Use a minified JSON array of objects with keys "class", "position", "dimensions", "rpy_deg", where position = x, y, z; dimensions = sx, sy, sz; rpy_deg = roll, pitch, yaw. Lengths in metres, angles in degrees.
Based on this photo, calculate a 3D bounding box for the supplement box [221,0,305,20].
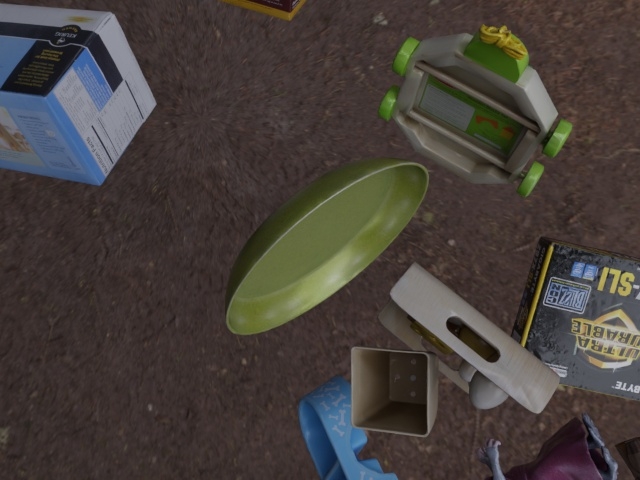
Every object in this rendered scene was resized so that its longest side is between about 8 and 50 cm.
[{"class":"supplement box","position":[-0.116,-0.569,1.600],"dimensions":[0.191,0.129,0.194],"rpy_deg":[19,141,13]}]

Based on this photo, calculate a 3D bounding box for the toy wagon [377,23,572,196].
[{"class":"toy wagon","position":[0.228,-0.200,1.177],"dimensions":[0.267,0.344,0.068],"rpy_deg":[30,66,8]}]

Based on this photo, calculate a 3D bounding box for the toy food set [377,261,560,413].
[{"class":"toy food set","position":[0.172,0.147,1.079],"dimensions":[0.219,0.306,0.092],"rpy_deg":[38,81,7]}]

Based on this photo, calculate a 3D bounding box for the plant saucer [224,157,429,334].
[{"class":"plant saucer","position":[0.000,0.000,0.785],"dimensions":[0.241,0.241,0.037],"rpy_deg":[-39,70,-1]}]

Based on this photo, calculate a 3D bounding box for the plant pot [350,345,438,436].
[{"class":"plant pot","position":[0.110,0.195,1.101],"dimensions":[0.108,0.096,0.109],"rpy_deg":[1,92,26]}]

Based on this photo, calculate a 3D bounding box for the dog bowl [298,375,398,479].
[{"class":"dog bowl","position":[0.048,0.375,1.368],"dimensions":[0.074,0.166,0.297],"rpy_deg":[-16,63,-22]}]

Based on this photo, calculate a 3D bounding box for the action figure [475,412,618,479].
[{"class":"action figure","position":[0.453,0.533,1.748],"dimensions":[0.370,0.248,0.276],"rpy_deg":[-35,71,11]}]

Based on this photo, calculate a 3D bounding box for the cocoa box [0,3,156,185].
[{"class":"cocoa box","position":[-0.532,-0.276,1.514],"dimensions":[0.347,0.231,0.228],"rpy_deg":[11,56,23]}]

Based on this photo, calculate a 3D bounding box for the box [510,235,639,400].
[{"class":"box","position":[0.529,0.151,1.508],"dimensions":[0.321,0.079,0.257],"rpy_deg":[13,98,-6]}]

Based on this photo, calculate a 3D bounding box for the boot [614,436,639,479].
[{"class":"boot","position":[0.444,0.317,1.125],"dimensions":[0.042,0.118,0.087],"rpy_deg":[-24,73,13]}]
